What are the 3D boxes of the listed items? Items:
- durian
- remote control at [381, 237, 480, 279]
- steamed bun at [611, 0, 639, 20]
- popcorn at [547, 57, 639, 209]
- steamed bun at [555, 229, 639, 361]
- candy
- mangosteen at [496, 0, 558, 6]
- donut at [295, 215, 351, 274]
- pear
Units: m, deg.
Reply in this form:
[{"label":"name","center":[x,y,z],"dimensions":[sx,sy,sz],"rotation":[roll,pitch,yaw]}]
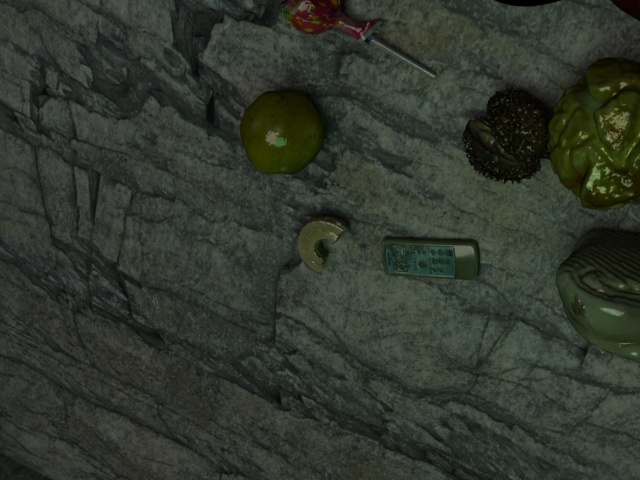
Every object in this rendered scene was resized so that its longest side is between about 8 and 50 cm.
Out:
[{"label":"durian","center":[0.395,-0.208,1.375],"dimensions":[0.196,0.166,0.196],"rotation":[19,145,13]},{"label":"remote control","center":[0.261,0.043,1.610],"dimensions":[0.234,0.038,0.098],"rotation":[3,113,24]},{"label":"steamed bun","center":[0.677,-0.427,1.084],"dimensions":[0.380,0.248,0.234],"rotation":[18,122,4]},{"label":"popcorn","center":[0.563,-0.192,1.240],"dimensions":[0.282,0.282,0.247],"rotation":[-57,49,32]},{"label":"steamed bun","center":[0.631,0.131,1.324],"dimensions":[0.310,0.324,0.219],"rotation":[14,122,27]},{"label":"candy","center":[0.088,-0.441,1.439],"dimensions":[0.366,0.124,0.124],"rotation":[30,122,-1]},{"label":"mangosteen","center":[0.351,-0.536,1.118],"dimensions":[0.307,0.347,0.306],"rotation":[13,122,21]},{"label":"donut","center":[-0.002,-0.004,1.688],"dimensions":[0.108,0.065,0.165],"rotation":[34,123,7]},{"label":"pear","center":[-0.088,-0.249,1.549],"dimensions":[0.198,0.198,0.198],"rotation":[10,116,20]}]
